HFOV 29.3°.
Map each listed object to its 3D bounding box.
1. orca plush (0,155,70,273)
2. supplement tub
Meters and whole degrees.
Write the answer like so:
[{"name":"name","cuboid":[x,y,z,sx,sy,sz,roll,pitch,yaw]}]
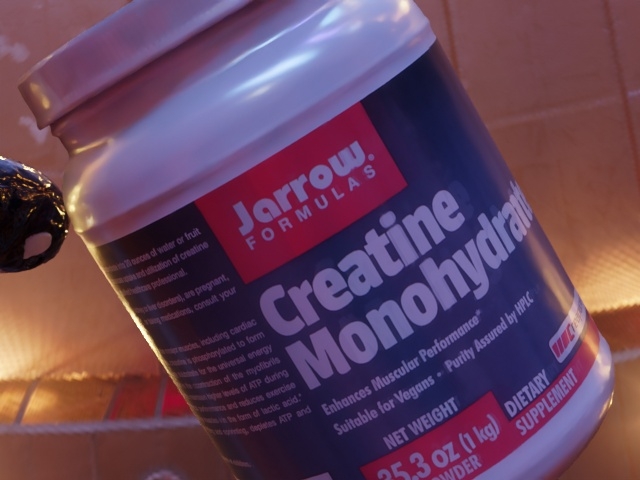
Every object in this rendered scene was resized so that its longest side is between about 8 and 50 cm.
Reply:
[{"name":"orca plush","cuboid":[-0.276,-0.059,0.796,0.287,0.151,0.102,28,-54,-29]},{"name":"supplement tub","cuboid":[0.000,0.000,0.585,0.191,0.191,0.272,-30,-79,5]}]
